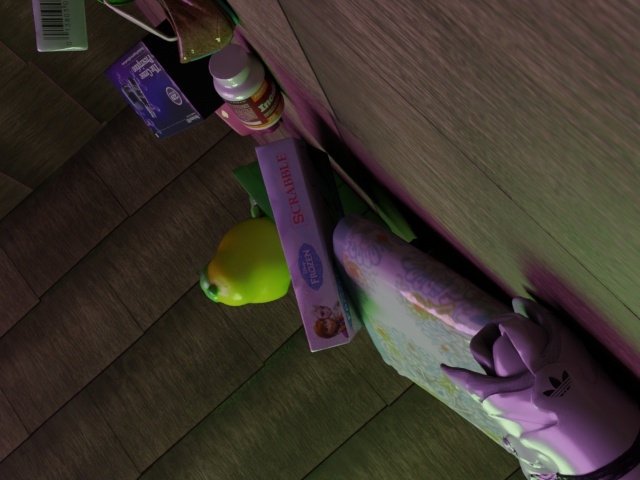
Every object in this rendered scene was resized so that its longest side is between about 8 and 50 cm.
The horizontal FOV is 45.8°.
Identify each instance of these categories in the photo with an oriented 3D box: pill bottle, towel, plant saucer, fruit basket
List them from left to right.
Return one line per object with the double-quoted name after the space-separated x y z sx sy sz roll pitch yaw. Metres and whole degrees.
-0.232 -0.348 1.676 0.332 0.084 0.332 46 -175 -5 "plant saucer"
-0.120 -0.249 1.228 0.086 0.086 0.152 47 180 26 "pill bottle"
-0.070 0.017 1.590 0.392 0.392 0.283 48 179 20 "fruit basket"
0.186 0.145 1.131 0.320 0.090 0.374 31 158 39 "towel"

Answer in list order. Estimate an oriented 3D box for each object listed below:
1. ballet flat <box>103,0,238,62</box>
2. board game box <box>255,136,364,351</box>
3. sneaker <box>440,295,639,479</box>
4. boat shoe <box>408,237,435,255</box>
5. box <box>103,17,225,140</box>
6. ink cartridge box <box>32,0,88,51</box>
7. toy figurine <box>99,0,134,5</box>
-0.263 -0.382 1.034 0.342 0.124 0.116 48 179 -15 "ballet flat"
0.000 0.000 1.265 0.318 0.065 0.319 -16 -90 -80 "board game box"
0.245 0.178 0.836 0.210 0.137 0.366 48 174 11 "sneaker"
0.150 0.022 1.193 0.042 0.049 0.133 47 180 4 "boat shoe"
-0.299 -0.312 1.487 0.184 0.103 0.261 49 156 -19 "box"
-0.489 -0.527 1.388 0.385 0.091 0.308 -133 40 -61 "ink cartridge box"
-0.390 -0.542 1.366 0.159 0.130 0.173 58 163 30 "toy figurine"
